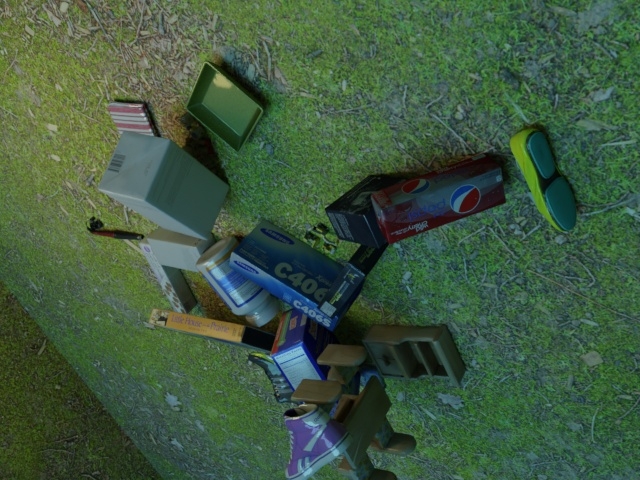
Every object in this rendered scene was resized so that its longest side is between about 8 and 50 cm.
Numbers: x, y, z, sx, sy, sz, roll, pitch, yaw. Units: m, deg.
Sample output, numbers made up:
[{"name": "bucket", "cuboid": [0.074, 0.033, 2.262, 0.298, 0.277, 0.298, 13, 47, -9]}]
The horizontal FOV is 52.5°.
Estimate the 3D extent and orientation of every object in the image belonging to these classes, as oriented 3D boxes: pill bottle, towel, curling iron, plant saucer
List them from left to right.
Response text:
[{"name": "curling iron", "cuboid": [-0.742, -0.031, 2.325, 0.274, 0.035, 0.068, 14, 134, 28]}, {"name": "towel", "cuboid": [-0.533, -0.318, 1.904, 0.144, 0.029, 0.197, 11, 135, 30]}, {"name": "plant saucer", "cuboid": [-0.235, -0.341, 1.635, 0.188, 0.045, 0.188, 40, 141, -2]}, {"name": "pill bottle", "cuboid": [-0.246, 0.133, 2.003, 0.152, 0.152, 0.272, -18, 115, 46]}]

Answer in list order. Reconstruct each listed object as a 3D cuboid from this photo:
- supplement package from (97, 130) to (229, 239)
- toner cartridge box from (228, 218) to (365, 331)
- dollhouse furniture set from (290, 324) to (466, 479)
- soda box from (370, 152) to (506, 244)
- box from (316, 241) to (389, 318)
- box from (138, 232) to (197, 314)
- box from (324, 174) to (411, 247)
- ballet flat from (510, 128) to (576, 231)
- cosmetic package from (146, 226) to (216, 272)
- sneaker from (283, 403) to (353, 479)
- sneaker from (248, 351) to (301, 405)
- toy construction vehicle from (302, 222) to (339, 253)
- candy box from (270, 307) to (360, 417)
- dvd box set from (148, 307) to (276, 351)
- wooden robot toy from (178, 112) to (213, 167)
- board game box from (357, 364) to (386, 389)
[{"name": "supplement package", "cuboid": [-0.416, -0.143, 1.763, 0.175, 0.177, 0.293, 13, 166, 29]}, {"name": "toner cartridge box", "cuboid": [-0.066, 0.092, 1.817, 0.348, 0.165, 0.075, 30, 139, 10]}, {"name": "dollhouse furniture set", "cuboid": [0.185, 0.421, 1.748, 0.256, 0.394, 0.362, -5, 123, 40]}, {"name": "soda box", "cuboid": [0.244, -0.088, 1.352, 0.263, 0.083, 0.092, -19, 123, -1]}, {"name": "box", "cuboid": [0.092, 0.077, 1.664, 0.059, 0.183, 0.232, 36, 139, 3]}, {"name": "box", "cuboid": [-0.533, 0.121, 2.284, 0.063, 0.067, 0.324, 6, 131, 34]}, {"name": "box", "cuboid": [0.123, -0.071, 1.493, 0.158, 0.156, 0.093, 14, 136, 55]}, {"name": "ballet flat", "cuboid": [0.444, -0.121, 1.305, 0.077, 0.077, 0.231, 8, 132, 61]}, {"name": "cosmetic package", "cuboid": [-0.443, 0.028, 2.113, 0.231, 0.085, 0.117, 11, 132, 33]}, {"name": "sneaker", "cuboid": [-0.043, 0.496, 1.623, 0.161, 0.102, 0.282, 44, 130, 6]}, {"name": "sneaker", "cuboid": [-0.136, 0.494, 2.256, 0.300, 0.121, 0.111, 35, 167, 7]}, {"name": "toy construction vehicle", "cuboid": [0.000, 0.000, 1.779, 0.098, 0.035, 0.086, 35, 140, 6]}, {"name": "candy box", "cuboid": [-0.007, 0.376, 1.932, 0.122, 0.268, 0.317, -25, 106, 15]}, {"name": "dvd box set", "cuboid": [-0.322, 0.311, 2.178, 0.420, 0.062, 0.307, 5, 165, 36]}, {"name": "wooden robot toy", "cuboid": [-0.349, -0.256, 1.776, 0.076, 0.079, 0.173, 13, 134, 29]}, {"name": "board game box", "cuboid": [0.157, 0.437, 2.078, 0.090, 0.020, 0.090, 4, 128, 36]}]
